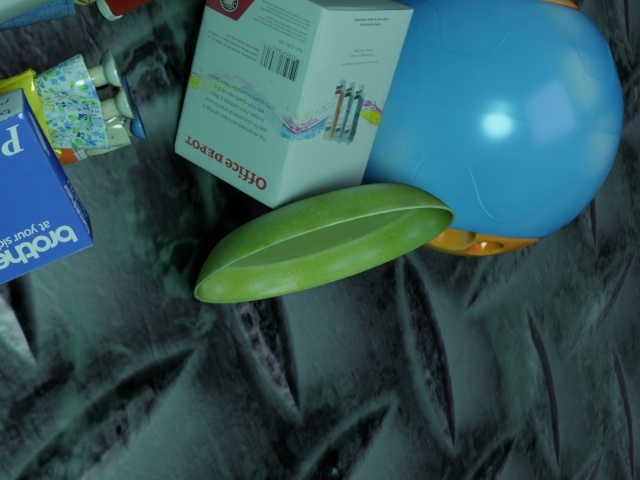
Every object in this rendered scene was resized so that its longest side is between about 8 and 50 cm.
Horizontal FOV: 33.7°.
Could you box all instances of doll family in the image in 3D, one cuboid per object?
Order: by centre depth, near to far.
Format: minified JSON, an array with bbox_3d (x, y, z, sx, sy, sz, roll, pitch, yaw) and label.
[{"bbox_3d":[-0.221,-0.125,0.672,0.163,0.118,0.263,-18,115,-4],"label":"doll family"}]

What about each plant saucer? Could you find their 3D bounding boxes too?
[{"bbox_3d":[0.000,0.000,0.938,0.241,0.241,0.037,1,69,-54],"label":"plant saucer"}]

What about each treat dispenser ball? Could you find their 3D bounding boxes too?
[{"bbox_3d":[0.156,-0.127,1.064,0.288,0.288,0.288,-9,101,-53],"label":"treat dispenser ball"}]

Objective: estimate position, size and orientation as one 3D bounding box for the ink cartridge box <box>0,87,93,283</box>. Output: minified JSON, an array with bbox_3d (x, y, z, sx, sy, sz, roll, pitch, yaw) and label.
[{"bbox_3d":[-0.251,-0.004,0.626,0.207,0.046,0.097,-24,122,-3],"label":"ink cartridge box"}]

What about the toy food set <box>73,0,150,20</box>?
[{"bbox_3d":[-0.151,-0.242,0.826,0.111,0.104,0.232,61,28,-20],"label":"toy food set"}]

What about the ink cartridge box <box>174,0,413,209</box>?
[{"bbox_3d":[-0.026,-0.136,0.909,0.127,0.128,0.176,-15,129,-51],"label":"ink cartridge box"}]

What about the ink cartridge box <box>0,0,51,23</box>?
[{"bbox_3d":[-0.201,-0.277,0.555,0.226,0.131,0.306,-28,102,-8],"label":"ink cartridge box"}]
